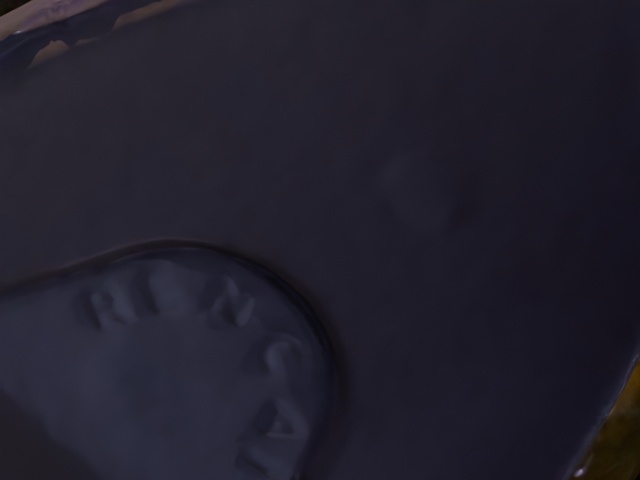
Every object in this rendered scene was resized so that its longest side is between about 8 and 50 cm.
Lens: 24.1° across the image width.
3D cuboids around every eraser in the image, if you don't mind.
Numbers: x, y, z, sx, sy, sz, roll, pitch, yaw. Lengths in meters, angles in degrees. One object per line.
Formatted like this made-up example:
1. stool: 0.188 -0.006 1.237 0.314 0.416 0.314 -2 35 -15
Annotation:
1. eraser: 0.000 0.000 0.359 0.243 0.059 0.204 -39 103 22

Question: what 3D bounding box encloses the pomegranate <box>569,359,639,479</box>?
1. pomegranate: 0.096 0.059 0.979 0.307 0.307 0.307 3 104 13
